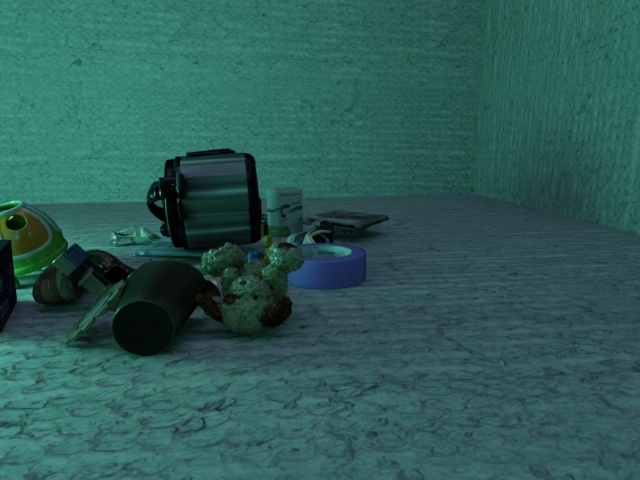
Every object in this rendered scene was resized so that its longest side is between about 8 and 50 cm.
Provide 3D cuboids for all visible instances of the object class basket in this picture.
[{"bbox_3d":[-0.379,0.152,1.095,0.204,0.154,0.227,-7,16,-3],"label":"basket"}]

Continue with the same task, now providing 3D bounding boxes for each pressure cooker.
[{"bbox_3d":[-0.446,-0.150,1.849,0.420,0.370,0.376,-6,33,-9],"label":"pressure cooker"}]

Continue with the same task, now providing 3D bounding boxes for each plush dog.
[{"bbox_3d":[-0.170,0.136,1.170,0.262,0.211,0.225,-1,30,10],"label":"plush dog"}]

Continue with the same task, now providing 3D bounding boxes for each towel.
[{"bbox_3d":[0.118,-0.108,2.282,0.324,0.056,0.312,8,16,37],"label":"towel"}]

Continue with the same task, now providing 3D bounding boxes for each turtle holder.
[{"bbox_3d":[-0.969,-0.014,1.560,0.243,0.228,0.320,-20,26,-11],"label":"turtle holder"}]

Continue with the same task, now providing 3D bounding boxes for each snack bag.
[{"bbox_3d":[-0.546,0.021,1.998,0.322,0.037,0.342,2,15,14],"label":"snack bag"}]

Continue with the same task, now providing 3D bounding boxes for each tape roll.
[{"bbox_3d":[0.013,0.078,1.573,0.274,0.090,0.275,-1,12,0],"label":"tape roll"}]

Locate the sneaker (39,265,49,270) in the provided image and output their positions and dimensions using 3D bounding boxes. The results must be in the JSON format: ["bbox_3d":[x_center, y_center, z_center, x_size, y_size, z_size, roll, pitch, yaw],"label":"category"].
[{"bbox_3d":[-0.954,0.067,1.701,0.169,0.071,0.068,-4,12,-18],"label":"sneaker"}]

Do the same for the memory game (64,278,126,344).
[{"bbox_3d":[-0.512,0.161,1.095,0.186,0.012,0.186,-37,21,17],"label":"memory game"}]

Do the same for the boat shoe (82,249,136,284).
[{"bbox_3d":[-0.617,0.088,1.422,0.206,0.073,0.073,25,5,-6],"label":"boat shoe"}]

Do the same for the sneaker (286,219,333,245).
[{"bbox_3d":[0.000,0.000,1.868,0.127,0.126,0.321,4,18,27],"label":"sneaker"}]

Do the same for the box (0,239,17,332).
[{"bbox_3d":[-0.849,0.110,1.214,0.103,0.185,0.261,-6,14,-24],"label":"box"}]

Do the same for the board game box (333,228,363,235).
[{"bbox_3d":[0.127,-0.078,2.401,0.192,0.053,0.305,2,12,15],"label":"board game box"}]

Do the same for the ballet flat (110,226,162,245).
[{"bbox_3d":[-0.801,-0.019,2.090,0.221,0.079,0.077,-2,11,-10],"label":"ballet flat"}]

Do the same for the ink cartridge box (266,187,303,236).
[{"bbox_3d":[-0.169,-0.138,2.294,0.160,0.220,0.092,-12,16,-43],"label":"ink cartridge box"}]

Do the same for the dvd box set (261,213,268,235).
[{"bbox_3d":[-0.428,-0.090,2.458,0.420,0.062,0.307,3,12,16],"label":"dvd box set"}]

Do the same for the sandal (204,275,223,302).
[{"bbox_3d":[-0.283,0.118,1.418,0.101,0.076,0.265,5,13,26],"label":"sandal"}]

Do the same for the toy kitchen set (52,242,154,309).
[{"bbox_3d":[-0.575,0.062,1.313,0.166,0.207,0.122,-43,18,-2],"label":"toy kitchen set"}]

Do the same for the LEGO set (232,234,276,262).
[{"bbox_3d":[-0.229,0.028,1.808,0.087,0.093,0.227,11,16,43],"label":"LEGO set"}]

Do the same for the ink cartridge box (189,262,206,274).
[{"bbox_3d":[-0.395,0.095,1.647,0.115,0.029,0.063,-7,13,-28],"label":"ink cartridge box"}]

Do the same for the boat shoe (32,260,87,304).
[{"bbox_3d":[-0.756,0.106,1.401,0.116,0.123,0.324,-19,11,-13],"label":"boat shoe"}]
